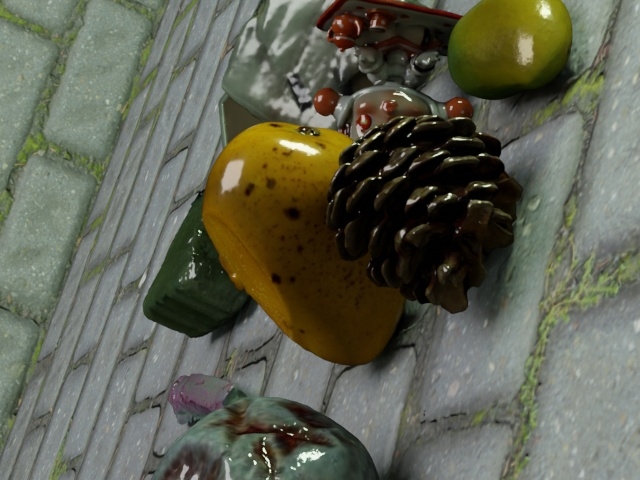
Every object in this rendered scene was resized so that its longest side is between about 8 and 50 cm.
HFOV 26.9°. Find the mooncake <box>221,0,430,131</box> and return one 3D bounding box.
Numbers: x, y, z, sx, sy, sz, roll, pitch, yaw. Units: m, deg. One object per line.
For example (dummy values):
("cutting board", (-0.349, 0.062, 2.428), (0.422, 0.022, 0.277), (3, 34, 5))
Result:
("mooncake", (0.012, -0.247, 1.769), (0.254, 0.136, 0.250), (38, 110, 27))

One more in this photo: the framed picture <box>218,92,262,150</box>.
("framed picture", (-0.108, -0.183, 2.201), (0.217, 0.017, 0.274), (-44, 44, 46))

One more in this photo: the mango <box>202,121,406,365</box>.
("mango", (0.000, 0.000, 1.434), (0.191, 0.290, 0.160), (-34, 18, -17))

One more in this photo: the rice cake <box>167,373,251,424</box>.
("rice cake", (-0.166, 0.232, 1.903), (0.081, 0.051, 0.290), (-69, 18, -9))

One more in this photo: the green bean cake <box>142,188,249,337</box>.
("green bean cake", (-0.163, 0.019, 2.044), (0.222, 0.125, 0.227), (-40, 30, 57))

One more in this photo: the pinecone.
("pinecone", (0.106, -0.032, 1.285), (0.184, 0.179, 0.204), (-59, 35, 0))

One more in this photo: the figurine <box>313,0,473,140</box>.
("figurine", (0.079, -0.139, 1.528), (0.160, 0.183, 0.226), (159, 120, -77))

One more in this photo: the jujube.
("jujube", (-0.066, 0.300, 1.286), (0.308, 0.215, 0.246), (-55, 32, 18))

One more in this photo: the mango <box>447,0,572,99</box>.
("mango", (0.202, -0.206, 1.388), (0.122, 0.085, 0.191), (-60, 26, -13))
